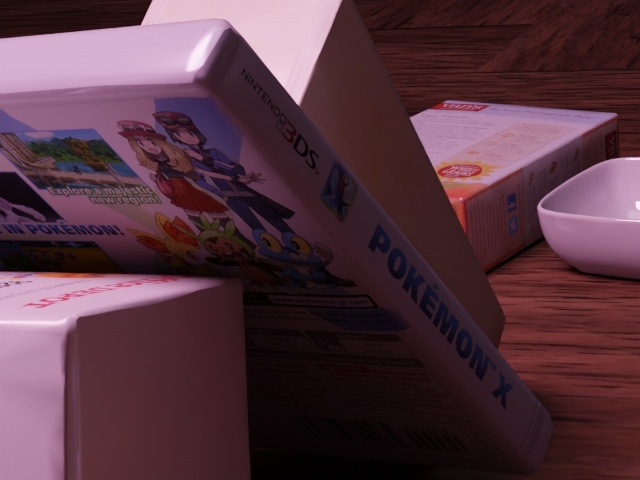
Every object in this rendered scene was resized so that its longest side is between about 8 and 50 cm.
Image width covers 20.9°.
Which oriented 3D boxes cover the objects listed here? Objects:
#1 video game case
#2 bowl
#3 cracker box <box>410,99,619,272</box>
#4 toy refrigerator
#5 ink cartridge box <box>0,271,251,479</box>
[{"bbox_3d":[-0.094,0.012,0.821,0.329,0.300,0.036,1,56,38],"label":"video game case"},{"bbox_3d":[0.230,-0.013,1.174,0.142,0.053,0.142,6,21,33],"label":"bowl"},{"bbox_3d":[0.103,-0.042,1.289,0.156,0.067,0.232,8,23,36],"label":"cracker box"},{"bbox_3d":[0.000,0.000,0.862,0.102,0.269,0.094,4,55,27],"label":"toy refrigerator"},{"bbox_3d":[-0.163,0.100,0.703,0.233,0.168,0.171,1,4,19],"label":"ink cartridge box"}]
